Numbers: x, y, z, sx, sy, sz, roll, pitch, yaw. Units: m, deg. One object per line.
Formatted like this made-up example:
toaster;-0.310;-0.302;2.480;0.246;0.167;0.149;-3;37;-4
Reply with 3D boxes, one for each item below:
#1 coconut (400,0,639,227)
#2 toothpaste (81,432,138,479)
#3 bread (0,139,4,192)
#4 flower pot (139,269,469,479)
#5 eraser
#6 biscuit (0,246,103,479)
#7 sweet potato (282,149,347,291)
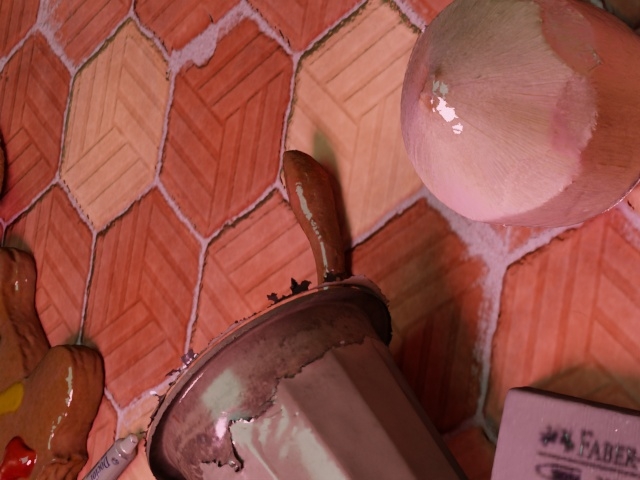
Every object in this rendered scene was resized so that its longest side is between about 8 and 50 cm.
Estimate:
coconut;0.172;-0.119;1.495;0.224;0.234;0.224;-21;62;46
toothpaste;-0.271;0.294;2.144;0.197;0.029;0.048;-50;46;38
bread;-0.554;-0.081;2.496;0.204;0.163;0.262;-47;71;34
flower pot;0.011;0.214;1.620;0.259;0.290;0.290;52;123;31
eraser;0.255;0.197;1.442;0.352;0.077;0.111;8;89;53
biscuit;-0.430;0.214;2.331;0.368;0.076;0.394;-58;42;27
sweet potato;0.000;0.000;1.846;0.050;0.050;0.214;-33;63;44
